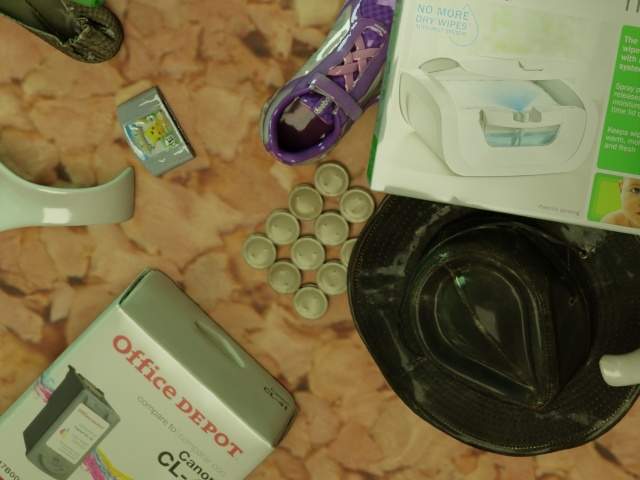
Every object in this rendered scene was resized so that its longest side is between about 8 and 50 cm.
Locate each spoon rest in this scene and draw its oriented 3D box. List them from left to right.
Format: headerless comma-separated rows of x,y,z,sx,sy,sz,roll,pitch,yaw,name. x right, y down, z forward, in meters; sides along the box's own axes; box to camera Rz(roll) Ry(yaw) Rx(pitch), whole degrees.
-0.332,-0.054,1.961,0.276,0.084,0.137,5,108,9,spoon rest

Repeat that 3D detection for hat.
0.179,0.078,1.870,0.331,0.134,0.331,2,107,7,hat

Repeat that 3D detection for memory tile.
0.000,0.000,1.950,0.113,0.012,0.148,44,110,-5,memory tile

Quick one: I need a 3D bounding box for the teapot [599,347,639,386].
0.446,0.132,1.817,0.256,0.252,0.187,52,148,13,teapot

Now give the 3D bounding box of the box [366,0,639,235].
0.189,-0.142,1.765,0.262,0.127,0.231,10,98,-2,box

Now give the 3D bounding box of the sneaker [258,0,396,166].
0.023,-0.156,1.849,0.095,0.104,0.236,40,109,-2,sneaker

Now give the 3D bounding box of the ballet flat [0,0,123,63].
-0.308,-0.252,1.906,0.250,0.058,0.084,34,110,-1,ballet flat

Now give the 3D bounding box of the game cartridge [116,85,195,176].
-0.169,-0.108,1.948,0.056,0.017,0.083,-25,101,21,game cartridge

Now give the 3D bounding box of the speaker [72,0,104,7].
-0.310,-0.349,1.842,0.296,0.131,0.131,34,110,-1,speaker

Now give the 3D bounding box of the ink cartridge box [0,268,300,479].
-0.210,0.216,1.997,0.226,0.131,0.306,43,111,-4,ink cartridge box
